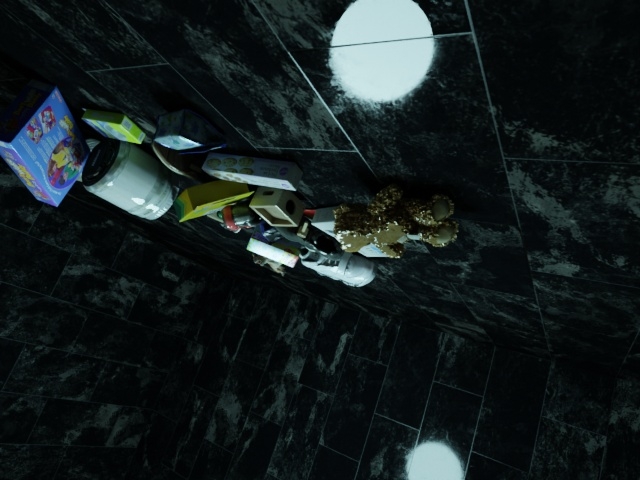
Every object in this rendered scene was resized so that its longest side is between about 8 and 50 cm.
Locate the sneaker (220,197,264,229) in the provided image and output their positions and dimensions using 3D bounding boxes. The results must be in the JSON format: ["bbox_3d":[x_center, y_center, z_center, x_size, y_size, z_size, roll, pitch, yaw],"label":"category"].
[{"bbox_3d":[-0.245,-0.099,1.636,0.135,0.097,0.276,-13,-176,16],"label":"sneaker"}]

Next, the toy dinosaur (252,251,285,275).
[{"bbox_3d":[-0.255,0.086,2.372,0.200,0.127,0.296,29,176,-6],"label":"toy dinosaur"}]

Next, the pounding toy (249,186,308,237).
[{"bbox_3d":[-0.100,-0.099,1.536,0.181,0.094,0.206,3,151,39],"label":"pounding toy"}]

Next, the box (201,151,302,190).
[{"bbox_3d":[-0.210,-0.211,1.358,0.324,0.067,0.063,13,164,28],"label":"box"}]

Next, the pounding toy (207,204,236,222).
[{"bbox_3d":[-0.390,-0.123,1.874,0.130,0.100,0.141,23,175,-11],"label":"pounding toy"}]

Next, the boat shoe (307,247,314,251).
[{"bbox_3d":[0.000,0.000,1.809,0.228,0.081,0.068,9,149,50],"label":"boat shoe"}]

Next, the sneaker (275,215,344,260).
[{"bbox_3d":[-0.041,-0.024,1.648,0.287,0.109,0.130,25,178,5],"label":"sneaker"}]

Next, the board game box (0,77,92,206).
[{"bbox_3d":[-0.870,-0.297,1.431,0.078,0.233,0.347,19,153,1],"label":"board game box"}]

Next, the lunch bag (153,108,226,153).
[{"bbox_3d":[-0.355,-0.286,1.236,0.129,0.096,0.151,5,173,37],"label":"lunch bag"}]

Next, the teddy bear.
[{"bbox_3d":[0.205,-0.054,1.238,0.338,0.113,0.245,-18,135,36],"label":"teddy bear"}]

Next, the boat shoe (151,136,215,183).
[{"bbox_3d":[-0.452,-0.256,1.453,0.095,0.095,0.257,17,166,34],"label":"boat shoe"}]

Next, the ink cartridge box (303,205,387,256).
[{"bbox_3d":[0.085,-0.026,1.633,0.296,0.066,0.261,30,161,-34],"label":"ink cartridge box"}]

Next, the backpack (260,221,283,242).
[{"bbox_3d":[-0.166,-0.063,1.761,0.120,0.101,0.098,-18,159,10],"label":"backpack"}]

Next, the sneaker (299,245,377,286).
[{"bbox_3d":[0.056,0.093,1.944,0.366,0.137,0.210,10,165,44],"label":"sneaker"}]

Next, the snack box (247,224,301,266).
[{"bbox_3d":[-0.182,0.003,1.873,0.207,0.174,0.070,23,123,-7],"label":"snack box"}]

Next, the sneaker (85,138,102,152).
[{"bbox_3d":[-0.809,-0.296,1.773,0.282,0.102,0.161,42,159,-30],"label":"sneaker"}]

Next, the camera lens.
[{"bbox_3d":[-0.677,-0.221,1.608,0.220,0.219,0.274,7,161,39],"label":"camera lens"}]

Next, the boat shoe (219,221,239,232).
[{"bbox_3d":[-0.406,-0.080,2.047,0.065,0.075,0.206,24,169,-27],"label":"boat shoe"}]

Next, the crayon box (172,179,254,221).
[{"bbox_3d":[-0.373,-0.148,1.548,0.202,0.081,0.319,-20,-176,-28],"label":"crayon box"}]

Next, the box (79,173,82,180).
[{"bbox_3d":[-1.008,-0.350,1.760,0.148,0.121,0.311,13,164,23],"label":"box"}]

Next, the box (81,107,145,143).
[{"bbox_3d":[-0.662,-0.364,1.431,0.178,0.042,0.109,13,163,20],"label":"box"}]
